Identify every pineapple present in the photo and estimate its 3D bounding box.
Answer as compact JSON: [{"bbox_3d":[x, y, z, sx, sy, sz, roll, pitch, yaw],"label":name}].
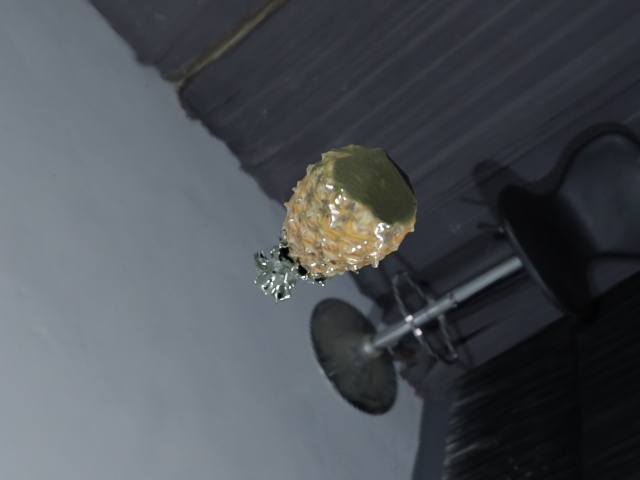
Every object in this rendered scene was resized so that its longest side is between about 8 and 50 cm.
[{"bbox_3d":[0.000,0.000,0.807,0.108,0.197,0.108,20,50,-25],"label":"pineapple"}]
